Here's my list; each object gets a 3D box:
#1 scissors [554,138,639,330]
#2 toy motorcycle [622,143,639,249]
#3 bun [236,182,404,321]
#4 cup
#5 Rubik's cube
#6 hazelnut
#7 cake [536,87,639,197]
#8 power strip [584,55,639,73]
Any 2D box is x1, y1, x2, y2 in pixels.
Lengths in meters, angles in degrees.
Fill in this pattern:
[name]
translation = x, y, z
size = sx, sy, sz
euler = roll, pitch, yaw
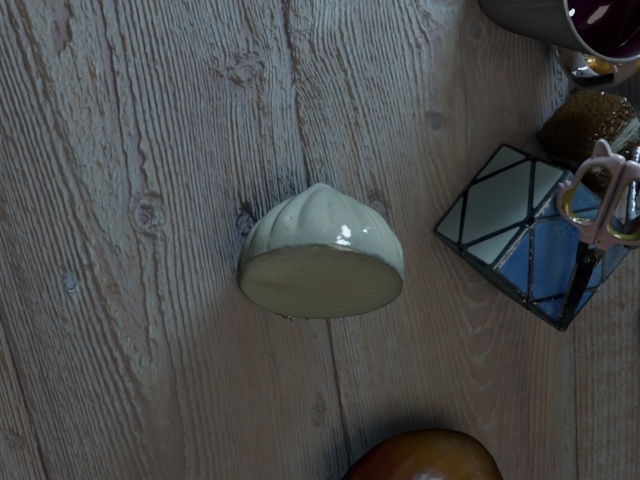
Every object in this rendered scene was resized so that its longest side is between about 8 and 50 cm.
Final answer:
[scissors]
translation = 0.416, 0.005, 1.471
size = 0.024, 0.160, 0.318
euler = -37, 147, -57
[toy motorcycle]
translation = 0.594, -0.115, 1.496
size = 0.182, 0.241, 0.319
euler = 19, 80, -7
[bun]
translation = 0.000, 0.000, 1.484
size = 0.263, 0.263, 0.175
euler = 14, 61, -26
[cup]
translation = 0.404, -0.378, 1.455
size = 0.288, 0.273, 0.208
euler = 34, 93, -29
[Rubik's cube]
translation = 0.354, -0.007, 1.607
size = 0.205, 0.207, 0.205
euler = 38, 90, -30
[hazelnut]
translation = 0.186, 0.515, 1.678
size = 0.365, 0.366, 0.366
euler = -7, 111, -20
[cake]
translation = 0.473, -0.164, 1.638
size = 0.134, 0.135, 0.147
euler = -49, 120, -2
[power strip]
translation = 0.518, -0.306, 1.654
size = 0.178, 0.049, 0.028
euler = -6, 115, -20
